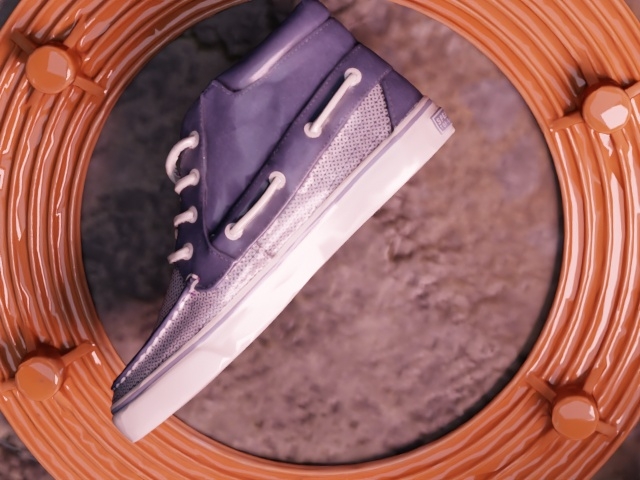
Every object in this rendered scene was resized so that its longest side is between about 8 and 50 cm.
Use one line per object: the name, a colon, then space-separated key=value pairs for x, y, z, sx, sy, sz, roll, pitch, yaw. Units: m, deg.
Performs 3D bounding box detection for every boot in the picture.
boot: x=-0.039 y=-0.009 z=0.748 sx=0.086 sy=0.069 sz=0.190 roll=44 pitch=92 yaw=0

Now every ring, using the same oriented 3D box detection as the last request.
ring: x=0.000 y=0.000 z=0.792 sx=0.336 sy=0.032 sz=0.337 roll=1 pitch=103 yaw=2
